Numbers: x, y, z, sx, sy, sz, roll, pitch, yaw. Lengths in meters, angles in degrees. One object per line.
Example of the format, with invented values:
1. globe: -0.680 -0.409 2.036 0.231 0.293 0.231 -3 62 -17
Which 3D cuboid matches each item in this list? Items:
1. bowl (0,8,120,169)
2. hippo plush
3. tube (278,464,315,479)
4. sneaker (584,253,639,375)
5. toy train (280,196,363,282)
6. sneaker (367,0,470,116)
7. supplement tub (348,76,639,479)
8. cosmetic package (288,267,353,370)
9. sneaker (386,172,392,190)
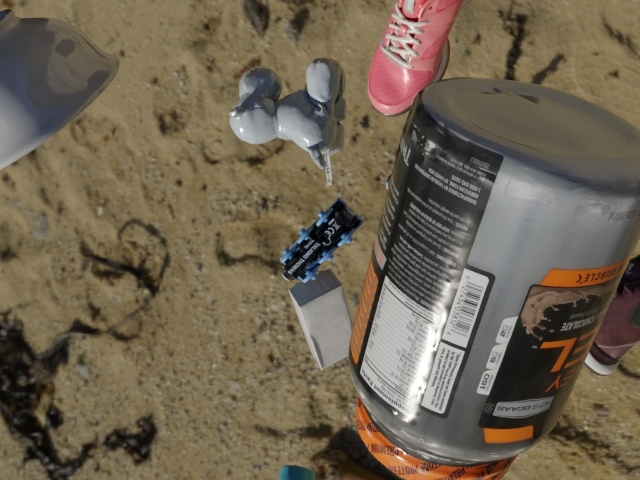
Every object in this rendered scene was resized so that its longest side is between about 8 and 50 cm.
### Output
1. bowl: -0.429 -0.214 1.034 0.298 0.134 0.298 -23 31 15
2. hippo plush: -0.074 -0.266 1.720 0.237 0.234 0.294 4 76 9
3. tube: -0.051 0.426 1.093 0.080 0.052 0.207 -46 27 52
4. sneaker: 0.364 0.052 1.074 0.162 0.281 0.106 -43 22 16
5. toy train: 0.000 0.000 1.411 0.080 0.105 0.184 43 109 -2
6. sneaker: 0.136 -0.322 1.096 0.116 0.136 0.313 38 116 21
7. supplement tub: 0.142 0.045 0.685 0.207 0.207 0.338 42 132 41
8. cosmetic package: 0.011 0.166 1.604 0.099 0.239 0.060 -25 49 -9
9. sneaker: 0.182 -0.041 1.181 0.191 0.083 0.071 30 71 7
